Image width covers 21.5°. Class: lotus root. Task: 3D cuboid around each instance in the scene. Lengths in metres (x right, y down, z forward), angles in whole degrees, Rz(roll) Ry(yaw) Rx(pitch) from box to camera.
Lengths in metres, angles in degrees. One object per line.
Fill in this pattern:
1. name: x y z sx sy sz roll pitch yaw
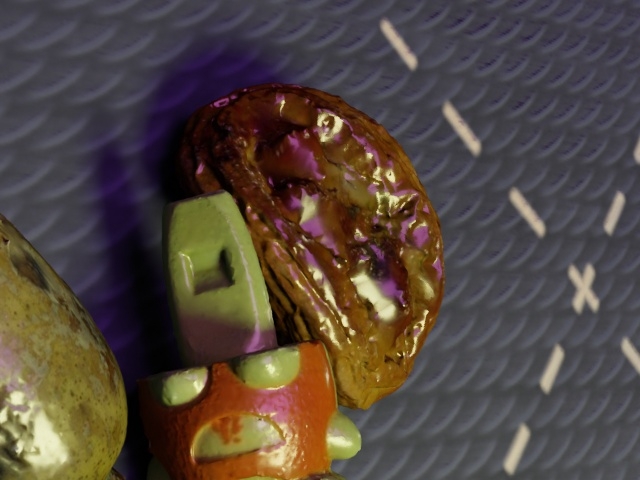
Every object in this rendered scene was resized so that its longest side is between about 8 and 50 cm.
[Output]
1. lotus root: -0.175 0.086 0.841 0.278 0.154 0.154 54 45 -22

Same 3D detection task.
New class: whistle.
1. whistle: -0.043 0.114 0.985 0.106 0.131 0.288 8 70 -83

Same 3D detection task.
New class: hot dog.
1. hot dog: -0.001 -0.001 1.091 0.227 0.099 0.160 51 46 -17
